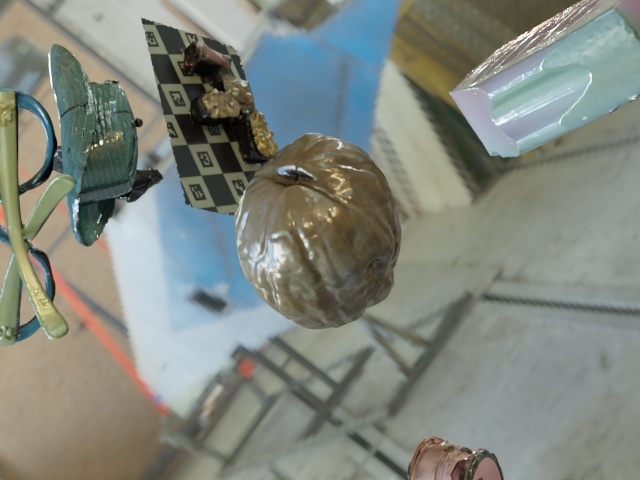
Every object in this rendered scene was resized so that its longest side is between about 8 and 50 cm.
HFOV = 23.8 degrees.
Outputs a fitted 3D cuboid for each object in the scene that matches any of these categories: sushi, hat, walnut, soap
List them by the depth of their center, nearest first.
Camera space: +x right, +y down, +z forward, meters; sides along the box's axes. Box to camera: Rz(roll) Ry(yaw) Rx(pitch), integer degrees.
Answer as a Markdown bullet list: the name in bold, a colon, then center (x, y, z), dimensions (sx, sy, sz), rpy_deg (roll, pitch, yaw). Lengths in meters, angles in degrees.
- **hat**: center (-0.198, -0.091, 1.383), dimensions (0.078, 0.190, 0.138), rpy_deg (-10, -16, -1)
- **walnut**: center (0.002, 0.000, 1.528), dimensions (0.178, 0.178, 0.230), rpy_deg (-53, -29, -15)
- **soap**: center (0.295, -0.204, 1.800), dimensions (0.193, 0.109, 0.324), rpy_deg (-44, 11, -34)
- **sushi**: center (-0.117, -0.158, 1.918), dimensions (0.043, 0.279, 0.193), rpy_deg (-32, -28, 32)

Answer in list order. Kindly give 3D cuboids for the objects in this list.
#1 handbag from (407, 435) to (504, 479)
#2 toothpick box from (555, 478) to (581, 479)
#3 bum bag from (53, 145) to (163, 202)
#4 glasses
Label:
- **handbag**: center (0.214, 0.413, 2.382), dimensions (0.116, 0.205, 0.179), rpy_deg (0, 2, 30)
- **toothpick box**: center (0.150, 0.331, 1.492), dimensions (0.294, 0.192, 0.192), rpy_deg (-16, 25, 31)
- **bum bag**: center (-0.319, -0.097, 2.236), dimensions (0.087, 0.198, 0.049), rpy_deg (-20, 64, 30)
- **glasses**: center (-0.249, -0.001, 1.320), dimensions (0.102, 0.207, 0.239), rpy_deg (-12, -64, -43)
